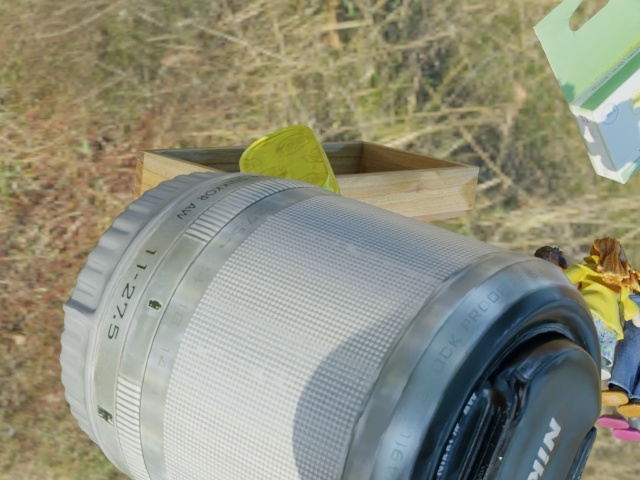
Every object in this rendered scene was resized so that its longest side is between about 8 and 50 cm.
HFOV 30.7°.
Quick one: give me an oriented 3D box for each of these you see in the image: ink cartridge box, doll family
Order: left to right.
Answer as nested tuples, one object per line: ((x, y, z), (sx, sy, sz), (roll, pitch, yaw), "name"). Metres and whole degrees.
((0.321, 0.092, 1.245), (0.263, 0.118, 0.163), (38, 56, -31), "doll family")
((0.377, -0.214, 1.441), (0.171, 0.056, 0.235), (-41, 125, -14), "ink cartridge box")

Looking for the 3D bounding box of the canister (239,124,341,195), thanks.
((0.000, 0.000, 1.024), (0.073, 0.126, 0.170), (-25, 125, 3), "canister")

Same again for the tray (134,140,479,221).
((-0.006, -0.066, 1.440), (0.411, 0.202, 0.076), (-9, 110, -48), "tray")

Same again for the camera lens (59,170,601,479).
((0.009, 0.086, 0.691), (0.219, 0.274, 0.219), (-26, 126, -44), "camera lens")
